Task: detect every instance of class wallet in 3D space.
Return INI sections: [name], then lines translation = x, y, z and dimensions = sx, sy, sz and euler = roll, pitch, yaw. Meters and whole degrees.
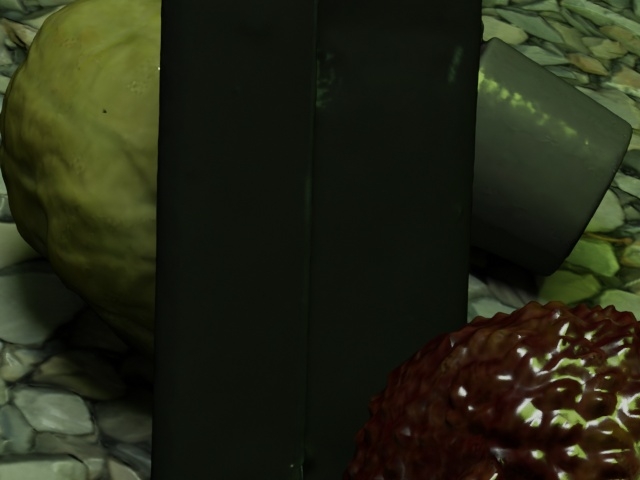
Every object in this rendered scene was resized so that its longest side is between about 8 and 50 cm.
[wallet]
translation = 0.001, 0.000, 1.159
dimensions = 0.228, 0.406, 0.062
euler = -3, 8, -31

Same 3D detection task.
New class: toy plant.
[toy plant]
translation = 0.046, -0.116, 1.524
dimensions = 0.400, 0.279, 0.185
euler = 28, 0, 3

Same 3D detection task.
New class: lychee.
[lychee]
translation = 0.135, 0.165, 1.074
dimensions = 0.264, 0.264, 0.300
euler = 39, 21, 31

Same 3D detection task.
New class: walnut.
[walnut]
translation = -0.082, -0.049, 1.309
dimensions = 0.282, 0.253, 0.277
euler = -9, 37, -29
